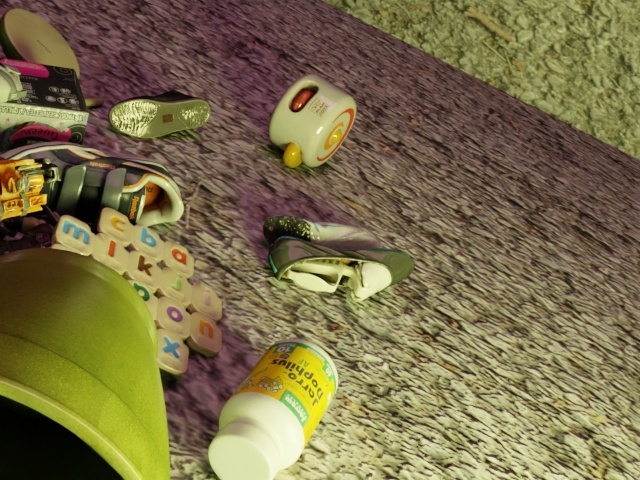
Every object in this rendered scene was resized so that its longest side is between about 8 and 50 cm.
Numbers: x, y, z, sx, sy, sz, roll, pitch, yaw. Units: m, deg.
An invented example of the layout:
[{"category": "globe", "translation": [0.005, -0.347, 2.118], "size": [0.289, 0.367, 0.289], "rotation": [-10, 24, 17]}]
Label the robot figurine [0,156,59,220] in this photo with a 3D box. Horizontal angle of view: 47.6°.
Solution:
[{"category": "robot figurine", "translation": [-0.507, -0.077, 1.009], "size": [0.291, 0.085, 0.211], "rotation": [8, 17, 28]}]

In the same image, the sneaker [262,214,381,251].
[{"category": "sneaker", "translation": [0.000, 0.000, 1.402], "size": [0.237, 0.085, 0.086], "rotation": [11, 7, -16]}]

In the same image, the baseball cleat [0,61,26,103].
[{"category": "baseball cleat", "translation": [-0.562, -0.274, 1.153], "size": [0.206, 0.072, 0.109], "rotation": [36, 21, 9]}]

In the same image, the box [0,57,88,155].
[{"category": "box", "translation": [-0.550, -0.216, 1.257], "size": [0.247, 0.142, 0.163], "rotation": [2, 40, -31]}]

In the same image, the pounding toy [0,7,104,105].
[{"category": "pounding toy", "translation": [-0.588, -0.346, 1.492], "size": [0.237, 0.110, 0.183], "rotation": [57, 21, -4]}]

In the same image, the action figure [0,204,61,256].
[{"category": "action figure", "translation": [-0.452, 0.023, 1.018], "size": [0.285, 0.099, 0.185], "rotation": [-2, 33, -44]}]

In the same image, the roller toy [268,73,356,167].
[{"category": "roller toy", "translation": [-0.014, -0.273, 1.680], "size": [0.146, 0.191, 0.209], "rotation": [35, 32, 14]}]

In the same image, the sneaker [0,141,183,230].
[{"category": "sneaker", "translation": [-0.372, -0.083, 1.199], "size": [0.321, 0.126, 0.127], "rotation": [-4, 36, -42]}]

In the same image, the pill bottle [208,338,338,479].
[{"category": "pill bottle", "translation": [-0.062, 0.228, 0.961], "size": [0.118, 0.117, 0.208], "rotation": [30, 31, 7]}]

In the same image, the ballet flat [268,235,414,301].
[{"category": "ballet flat", "translation": [0.041, 0.063, 1.324], "size": [0.280, 0.095, 0.096], "rotation": [7, 44, -11]}]

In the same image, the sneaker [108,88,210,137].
[{"category": "sneaker", "translation": [-0.362, -0.277, 1.567], "size": [0.222, 0.083, 0.118], "rotation": [-9, 26, -34]}]

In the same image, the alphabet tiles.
[{"category": "alphabet tiles", "translation": [-0.266, 0.070, 1.067], "size": [0.284, 0.021, 0.278], "rotation": [31, 28, -27]}]

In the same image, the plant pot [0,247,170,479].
[{"category": "plant pot", "translation": [-0.298, 0.177, 0.688], "size": [0.366, 0.366, 0.353], "rotation": [19, 20, -11]}]
